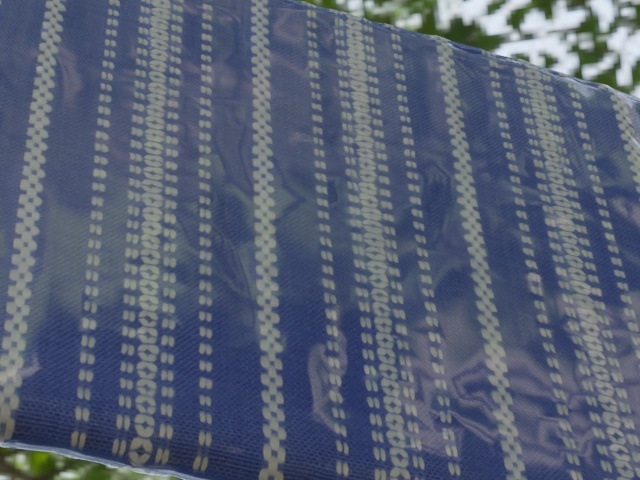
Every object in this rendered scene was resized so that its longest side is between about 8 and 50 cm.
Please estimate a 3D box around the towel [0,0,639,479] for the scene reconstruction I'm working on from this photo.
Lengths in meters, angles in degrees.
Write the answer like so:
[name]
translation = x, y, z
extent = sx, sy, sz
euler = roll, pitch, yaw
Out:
[towel]
translation = 0.000, 0.000, 0.578
extent = 0.336, 0.040, 0.243
euler = 13, -142, -16
